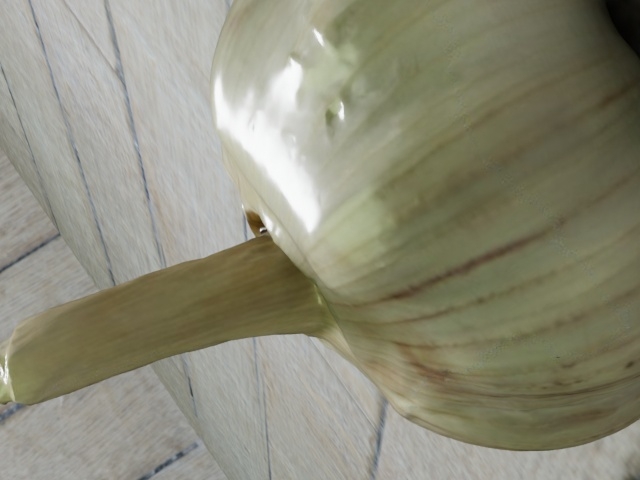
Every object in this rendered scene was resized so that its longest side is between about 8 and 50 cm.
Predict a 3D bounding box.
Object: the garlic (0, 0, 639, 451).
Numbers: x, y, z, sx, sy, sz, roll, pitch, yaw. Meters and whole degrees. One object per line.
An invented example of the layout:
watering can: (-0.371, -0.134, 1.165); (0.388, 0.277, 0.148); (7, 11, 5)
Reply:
garlic: (0.000, 0.000, 0.609); (0.199, 0.226, 0.199); (60, 171, 15)
